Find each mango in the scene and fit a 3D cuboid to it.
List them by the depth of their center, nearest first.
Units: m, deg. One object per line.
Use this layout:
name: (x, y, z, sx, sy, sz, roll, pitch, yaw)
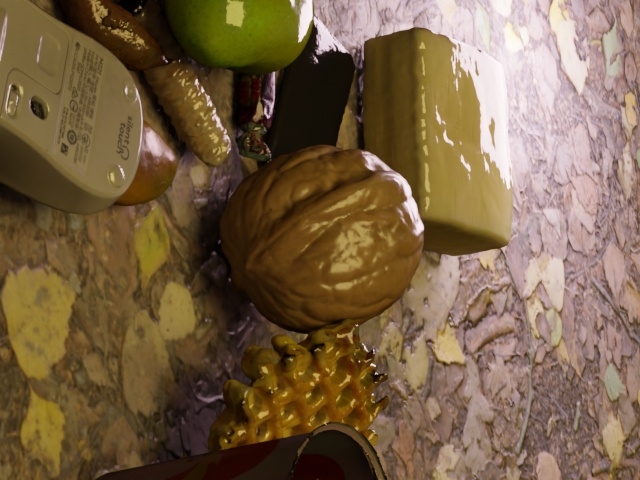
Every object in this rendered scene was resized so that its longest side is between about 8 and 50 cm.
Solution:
mango: (-0.207, -0.086, 2.089, 0.187, 0.066, 0.101, 14, 72, -62)
mango: (-0.097, -0.279, 2.187, 0.185, 0.149, 0.273, 68, 15, 5)

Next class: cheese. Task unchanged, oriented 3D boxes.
cheese: (0.160, -0.128, 2.604, 0.242, 0.124, 0.265, 12, 72, -52)

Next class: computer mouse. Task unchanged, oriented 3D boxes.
computer mouse: (-0.299, -0.137, 1.904, 0.297, 0.121, 0.184, 32, 54, -54)

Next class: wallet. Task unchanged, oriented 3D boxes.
wallet: (-0.014, -0.166, 2.433, 0.124, 0.025, 0.244, 46, 48, -42)

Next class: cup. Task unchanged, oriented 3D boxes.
cup: (-0.096, 0.291, 1.959, 0.203, 0.288, 0.203, 19, 66, -53)

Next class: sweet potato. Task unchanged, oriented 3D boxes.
sweet potato: (-0.247, -0.243, 2.065, 0.226, 0.068, 0.068, 44, 47, -28)

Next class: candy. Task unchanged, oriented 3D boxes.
candy: (-0.076, -0.176, 2.322, 0.043, 0.045, 0.175, 35, 54, -64)

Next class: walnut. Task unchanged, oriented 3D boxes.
walnut: (0.000, 0.000, 2.251, 0.261, 0.225, 0.225, -19, 99, -44)

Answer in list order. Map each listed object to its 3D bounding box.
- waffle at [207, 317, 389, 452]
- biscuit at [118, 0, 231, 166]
waffle: (-0.038, 0.243, 2.179, 0.329, 0.062, 0.329, -30, 131, -41)
biscuit: (-0.166, -0.181, 2.174, 0.219, 0.055, 0.061, 60, 21, -28)
